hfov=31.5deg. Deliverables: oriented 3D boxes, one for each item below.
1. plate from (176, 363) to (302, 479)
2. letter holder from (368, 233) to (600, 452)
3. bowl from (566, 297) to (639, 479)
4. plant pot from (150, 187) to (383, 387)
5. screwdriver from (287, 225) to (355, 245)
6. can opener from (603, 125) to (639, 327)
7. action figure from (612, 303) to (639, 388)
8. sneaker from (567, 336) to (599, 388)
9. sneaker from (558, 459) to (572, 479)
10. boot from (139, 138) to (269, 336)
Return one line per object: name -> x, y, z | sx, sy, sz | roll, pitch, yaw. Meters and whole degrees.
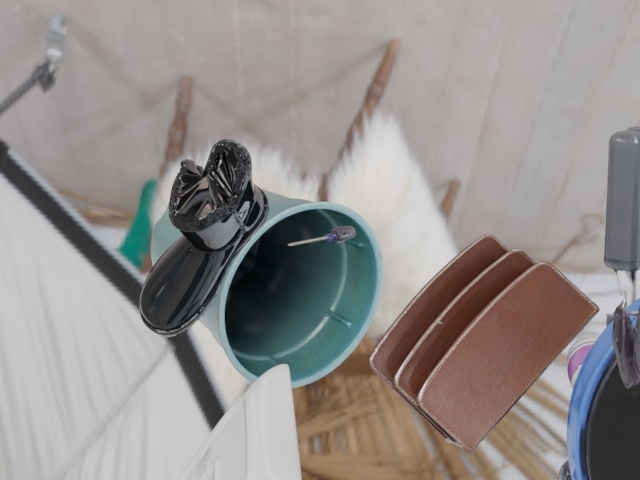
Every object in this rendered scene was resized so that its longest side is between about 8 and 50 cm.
plate -> -0.119, 0.296, 1.272 | 0.045, 0.278, 0.277 | 30, 108, -15
letter holder -> 0.246, 0.148, 1.795 | 0.214, 0.302, 0.152 | 43, 174, 1
bowl -> 0.452, 0.218, 1.179 | 0.391, 0.391, 0.077 | -1, -178, 17
plant pot -> -0.123, 0.047, 2.056 | 0.341, 0.341, 0.334 | 35, 175, -42
screwdriver -> 0.000, 0.000, 1.636 | 0.024, 0.170, 0.025 | 37, 119, 24
can opener -> 0.389, 0.010, 1.339 | 0.095, 0.283, 0.076 | 10, -162, 37
action figure -> 0.418, 0.084, 1.019 | 0.285, 0.099, 0.185 | -3, -176, -4
sneaker -> 0.460, 0.226, 1.475 | 0.282, 0.161, 0.102 | 15, 109, 0
sneaker -> 0.567, 0.451, 1.974 | 0.319, 0.112, 0.131 | 25, 173, 2
boot -> -0.163, -0.002, 1.430 | 0.094, 0.246, 0.207 | 36, 173, 14
